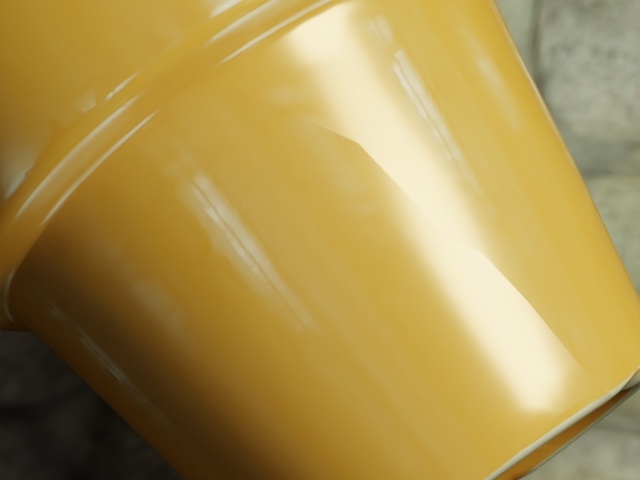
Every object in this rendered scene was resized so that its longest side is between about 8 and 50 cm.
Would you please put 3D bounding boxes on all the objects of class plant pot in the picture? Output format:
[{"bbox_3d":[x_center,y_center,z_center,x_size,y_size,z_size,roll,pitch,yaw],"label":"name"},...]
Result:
[{"bbox_3d":[0.000,0.000,0.529,0.205,0.205,0.188,-34,78,-9],"label":"plant pot"}]
